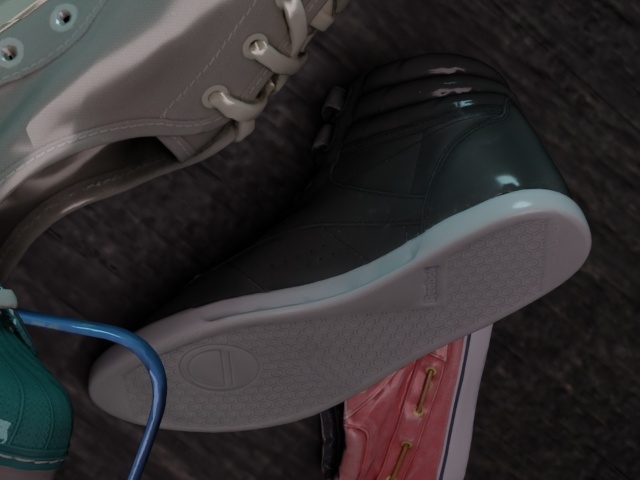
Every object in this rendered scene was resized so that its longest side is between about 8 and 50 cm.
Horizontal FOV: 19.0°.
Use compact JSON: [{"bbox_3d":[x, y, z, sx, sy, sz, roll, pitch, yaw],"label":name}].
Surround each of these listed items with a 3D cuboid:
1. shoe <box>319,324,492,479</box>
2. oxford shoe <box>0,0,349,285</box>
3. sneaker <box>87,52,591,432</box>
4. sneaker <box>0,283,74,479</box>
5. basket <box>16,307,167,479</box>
[{"bbox_3d":[0.047,0.062,1.099,0.081,0.063,0.178,2,102,-21],"label":"shoe"},{"bbox_3d":[-0.046,-0.127,0.975,0.449,0.169,0.130,-37,80,-1],"label":"oxford shoe"},{"bbox_3d":[0.000,0.000,1.064,0.295,0.147,0.104,-25,138,18],"label":"sneaker"},{"bbox_3d":[-0.210,-0.016,0.854,0.302,0.108,0.121,40,101,17],"label":"sneaker"},{"bbox_3d":[-0.229,0.156,0.943,0.254,0.201,0.289,16,98,6],"label":"basket"}]
